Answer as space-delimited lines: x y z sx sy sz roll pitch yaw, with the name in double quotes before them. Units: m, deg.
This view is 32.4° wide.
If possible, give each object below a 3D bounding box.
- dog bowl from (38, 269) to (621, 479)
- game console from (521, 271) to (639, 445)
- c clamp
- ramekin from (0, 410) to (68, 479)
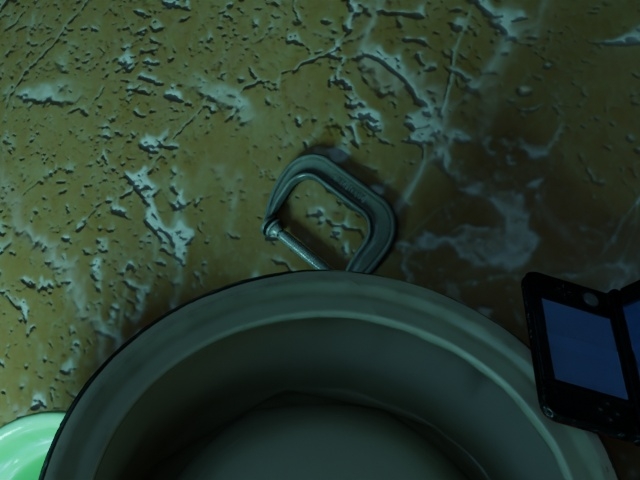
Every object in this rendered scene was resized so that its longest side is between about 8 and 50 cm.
"dog bowl" 0.006 0.230 0.791 0.408 0.150 0.408 3 55 -5
"game console" 0.225 0.067 0.807 0.144 0.124 0.085 -88 20 -47
"c clamp" 0.000 0.000 1.018 0.137 0.022 0.161 -51 61 11
"ramekin" -0.200 0.309 0.990 0.303 0.148 0.303 -6 77 28
